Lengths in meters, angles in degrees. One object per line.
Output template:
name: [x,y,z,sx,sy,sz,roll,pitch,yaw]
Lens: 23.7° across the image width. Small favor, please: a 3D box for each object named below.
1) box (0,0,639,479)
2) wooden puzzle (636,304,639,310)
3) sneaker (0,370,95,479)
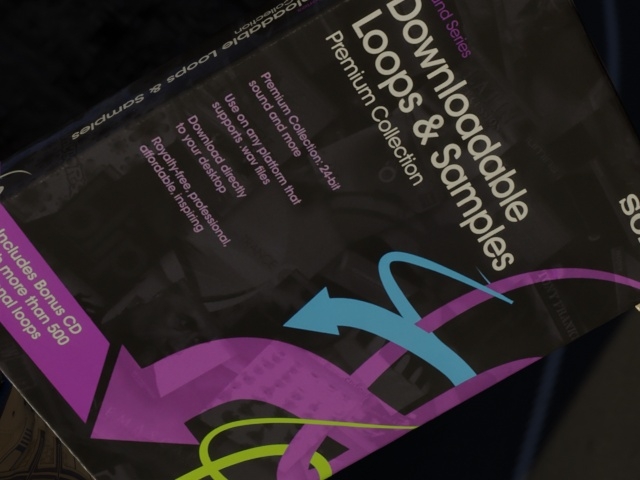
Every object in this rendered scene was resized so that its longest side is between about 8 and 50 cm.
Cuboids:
box: [0.000,0.000,0.374,0.162,0.116,0.029,-31,30,5]
wooden puzzle: [0.259,0.040,1.031,0.116,0.078,0.014,-41,7,2]
sneaker: [-0.189,0.115,0.869,0.131,0.112,0.296,-69,-15,15]
